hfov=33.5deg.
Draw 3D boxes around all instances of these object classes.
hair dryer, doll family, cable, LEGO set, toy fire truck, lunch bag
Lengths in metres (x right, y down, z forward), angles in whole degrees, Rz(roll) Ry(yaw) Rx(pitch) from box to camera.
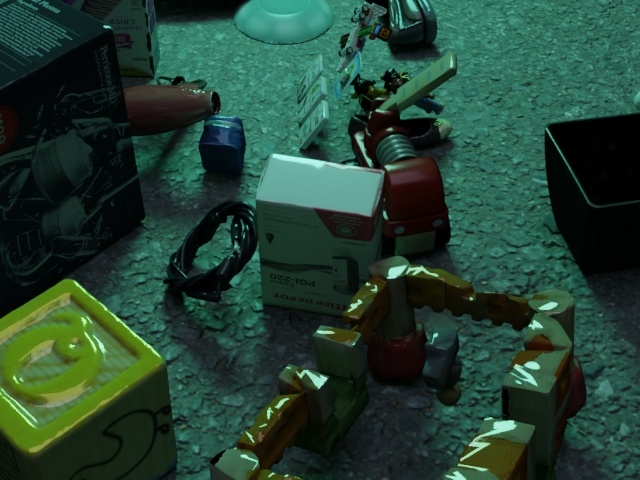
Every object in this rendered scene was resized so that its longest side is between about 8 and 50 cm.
[{"bbox_3d":[-0.252,-0.235,1.710,0.223,0.080,0.293,-28,28,-24],"label":"hair dryer"},{"bbox_3d":[0.114,-0.246,1.744,0.193,0.111,0.076,-3,68,41],"label":"doll family"},{"bbox_3d":[-0.156,0.010,1.477,0.184,0.047,0.151,7,71,57],"label":"cable"},{"bbox_3d":[0.044,-0.280,1.741,0.060,0.244,0.182,23,38,-23],"label":"LEGO set"},{"bbox_3d":[0.131,-0.132,1.550,0.158,0.246,0.217,-10,45,-10],"label":"toy fire truck"},{"bbox_3d":[-0.152,-0.152,1.680,0.067,0.098,0.065,7,62,4],"label":"lunch bag"}]

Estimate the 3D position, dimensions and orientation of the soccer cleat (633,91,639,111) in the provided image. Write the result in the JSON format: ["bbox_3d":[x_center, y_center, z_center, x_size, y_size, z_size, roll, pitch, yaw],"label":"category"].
[{"bbox_3d":[0.630,-0.231,1.792,0.196,0.068,0.076,-2,47,-6],"label":"soccer cleat"}]

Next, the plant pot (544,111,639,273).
[{"bbox_3d":[0.429,-0.060,1.537,0.187,0.167,0.188,-7,45,-9],"label":"plant pot"}]

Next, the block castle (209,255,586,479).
[{"bbox_3d":[0.108,0.234,1.206,0.303,0.213,0.453,11,37,27],"label":"block castle"}]

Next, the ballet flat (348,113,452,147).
[{"bbox_3d":[0.132,-0.183,1.746,0.173,0.049,0.057,-3,43,-4],"label":"ballet flat"}]

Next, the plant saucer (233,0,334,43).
[{"bbox_3d":[-0.070,-0.442,2.023,0.194,0.037,0.195,1,44,-1],"label":"plant saucer"}]

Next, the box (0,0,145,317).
[{"bbox_3d":[-0.430,-0.113,1.456,0.179,0.343,0.312,29,51,29],"label":"box"}]

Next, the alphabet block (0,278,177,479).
[{"bbox_3d":[-0.298,0.200,1.236,0.193,0.197,0.192,33,53,29],"label":"alphabet block"}]

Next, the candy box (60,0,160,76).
[{"bbox_3d":[-0.370,-0.398,1.832,0.159,0.233,0.071,2,44,3],"label":"candy box"}]

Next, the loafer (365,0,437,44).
[{"bbox_3d":[0.122,-0.474,2.013,0.095,0.109,0.303,-17,49,-12],"label":"loafer"}]

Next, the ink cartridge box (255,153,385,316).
[{"bbox_3d":[0.000,0.000,1.433,0.158,0.218,0.092,9,50,9],"label":"ink cartridge box"}]
